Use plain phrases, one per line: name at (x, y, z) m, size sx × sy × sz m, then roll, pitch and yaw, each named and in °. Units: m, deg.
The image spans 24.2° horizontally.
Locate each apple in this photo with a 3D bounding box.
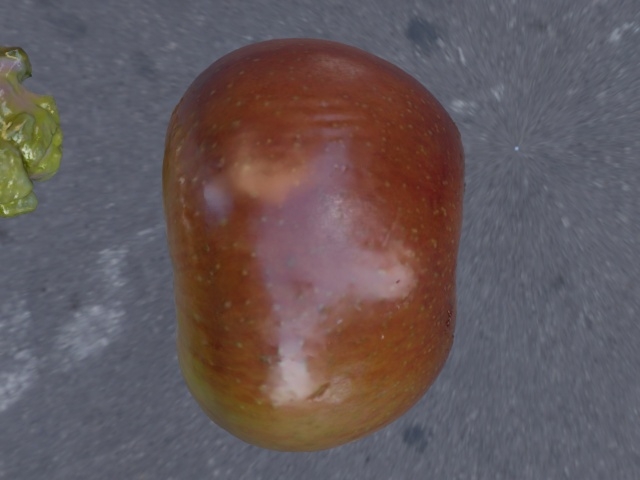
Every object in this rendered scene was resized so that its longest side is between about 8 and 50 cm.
apple at (0.000, 0.000, 0.855) m, size 0.173 × 0.210 × 0.235 m, roll -4°, pitch 90°, yaw -2°

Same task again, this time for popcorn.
popcorn at (-0.252, -0.078, 1.069) m, size 0.125 × 0.145 × 0.126 m, roll -20°, pitch 131°, yaw -19°
